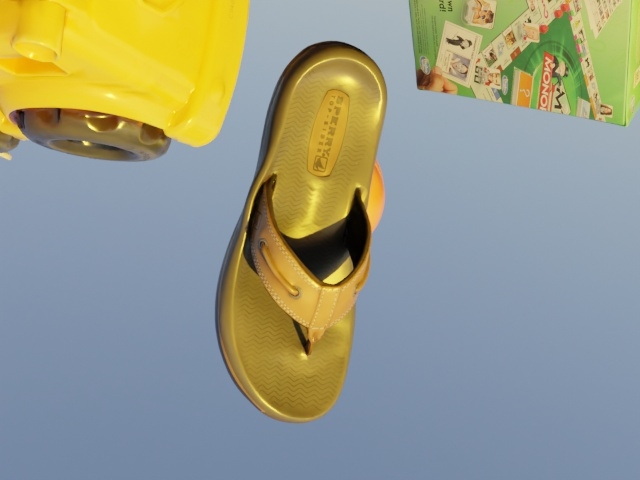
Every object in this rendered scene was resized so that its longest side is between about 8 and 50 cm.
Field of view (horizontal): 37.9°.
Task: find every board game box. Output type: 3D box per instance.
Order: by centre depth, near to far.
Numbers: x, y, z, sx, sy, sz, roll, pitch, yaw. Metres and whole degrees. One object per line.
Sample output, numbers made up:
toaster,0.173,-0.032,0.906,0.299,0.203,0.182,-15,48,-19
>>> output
board game box,0.170,-0.258,0.792,0.214,0.317,0.046,16,-134,30

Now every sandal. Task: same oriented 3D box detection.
sandal,0.000,0.000,0.519,0.090,0.219,0.060,11,-173,-27

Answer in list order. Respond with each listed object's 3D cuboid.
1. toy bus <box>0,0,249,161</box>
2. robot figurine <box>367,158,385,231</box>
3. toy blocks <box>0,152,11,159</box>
toy bus,-0.173,-0.127,0.433,0.220,0.149,0.211,4,176,24
robot figurine,0.002,-0.064,0.995,0.128,0.158,0.219,46,-166,-18
toy blocks,-0.363,-0.173,1.079,0.054,0.148,0.123,27,174,-35
